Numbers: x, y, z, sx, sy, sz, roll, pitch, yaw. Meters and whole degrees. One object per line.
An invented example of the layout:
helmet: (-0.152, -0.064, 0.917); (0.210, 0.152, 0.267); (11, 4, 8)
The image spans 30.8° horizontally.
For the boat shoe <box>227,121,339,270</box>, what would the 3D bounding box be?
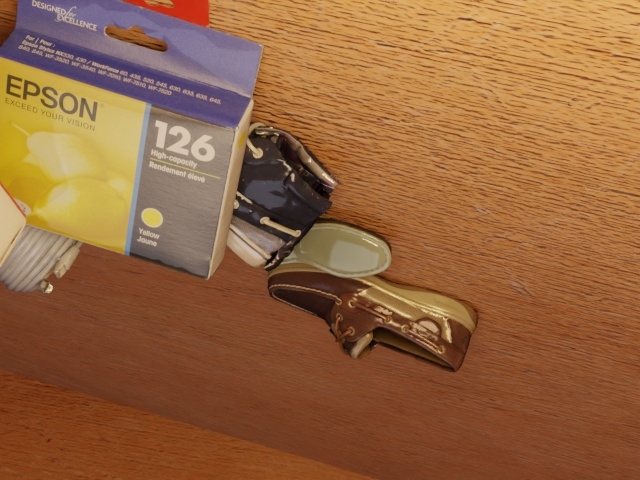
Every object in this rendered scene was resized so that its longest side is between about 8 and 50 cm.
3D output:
boat shoe: (-0.130, -0.119, 1.478); (0.340, 0.127, 0.158); (39, 125, -19)

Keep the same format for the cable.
cable: (-0.374, -0.045, 1.625); (0.089, 0.257, 0.257); (34, 158, -19)

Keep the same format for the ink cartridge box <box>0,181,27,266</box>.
ink cartridge box: (-0.547, -0.046, 1.391); (0.306, 0.131, 0.226); (-7, 134, 26)

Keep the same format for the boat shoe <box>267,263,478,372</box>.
boat shoe: (0.067, 0.125, 1.814); (0.341, 0.123, 0.123); (16, 157, 9)

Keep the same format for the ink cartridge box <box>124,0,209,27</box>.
ink cartridge box: (-0.193, -0.283, 1.225); (0.145, 0.045, 0.179); (18, 154, 5)

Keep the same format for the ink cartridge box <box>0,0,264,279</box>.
ink cartridge box: (-0.242, -0.127, 1.382); (0.303, 0.072, 0.307); (17, 126, 5)

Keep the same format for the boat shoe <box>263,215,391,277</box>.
boat shoe: (0.000, 0.000, 1.669); (0.227, 0.069, 0.081); (7, 114, 19)
